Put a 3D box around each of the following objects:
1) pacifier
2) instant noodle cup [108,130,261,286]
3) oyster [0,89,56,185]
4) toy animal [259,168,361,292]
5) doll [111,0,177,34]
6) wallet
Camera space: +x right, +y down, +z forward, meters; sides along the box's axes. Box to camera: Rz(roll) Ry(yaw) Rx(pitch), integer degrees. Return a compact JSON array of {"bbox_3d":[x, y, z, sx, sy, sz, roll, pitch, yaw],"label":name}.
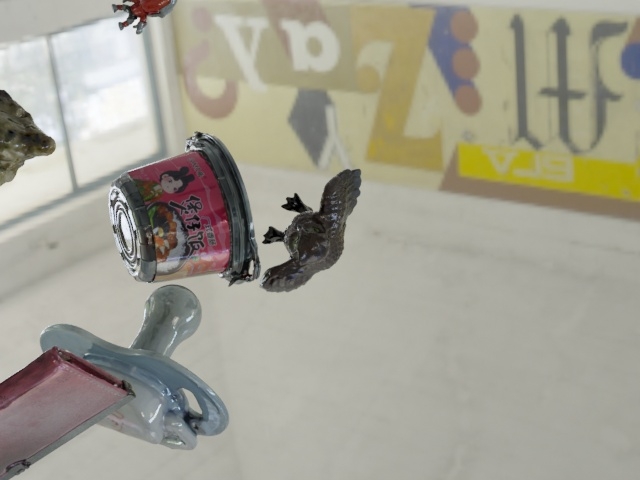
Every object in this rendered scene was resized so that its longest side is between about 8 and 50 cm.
[{"bbox_3d":[-0.230,0.164,1.525,0.287,0.238,0.226,15,-121,24],"label":"pacifier"},{"bbox_3d":[-0.241,-0.034,1.842,0.181,0.258,0.302,-15,-139,-23],"label":"instant noodle cup"},{"bbox_3d":[-0.470,-0.094,1.166,0.361,0.221,0.096,13,169,-1],"label":"oyster"},{"bbox_3d":[0.000,0.001,1.529,0.218,0.116,0.179,-52,-161,8],"label":"toy animal"},{"bbox_3d":[-0.232,-0.327,1.543,0.114,0.039,0.057,-23,-124,1],"label":"doll"},{"bbox_3d":[-0.274,0.166,0.900,0.232,0.119,0.025,-33,-121,6],"label":"wallet"}]
